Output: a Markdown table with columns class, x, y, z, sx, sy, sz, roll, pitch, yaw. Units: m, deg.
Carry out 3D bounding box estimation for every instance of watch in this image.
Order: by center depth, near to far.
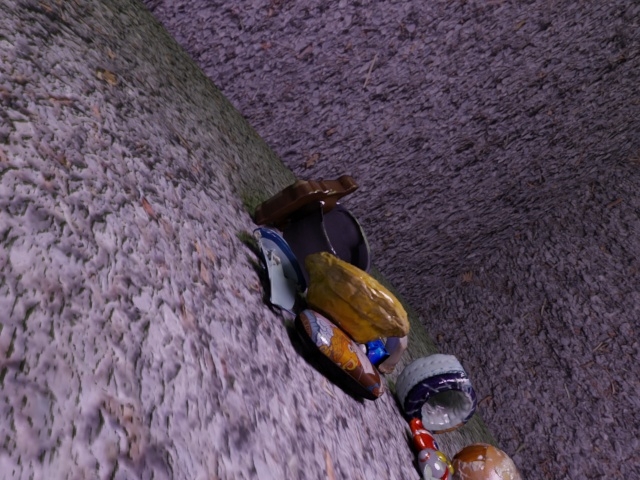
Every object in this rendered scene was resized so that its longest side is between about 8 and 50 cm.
| class | x | y | z | sx | sy | sz | roll | pitch | yaw |
| --- | --- | --- | --- | --- | --- | --- | --- | --- | --- |
| watch | 0.000 | 0.000 | 1.543 | 0.335 | 0.314 | 0.326 | -8 | 72 | -64 |

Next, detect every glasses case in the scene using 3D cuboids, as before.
| class | x | y | z | sx | sy | sz | roll | pitch | yaw |
| --- | --- | --- | --- | --- | --- | --- | --- | --- | --- |
| glasses case | 0.049 | 0.271 | 1.172 | 0.321 | 0.082 | 0.122 | 47 | 5 | -37 |

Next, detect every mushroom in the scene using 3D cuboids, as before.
| class | x | y | z | sx | sy | sz | roll | pitch | yaw |
| --- | --- | --- | --- | --- | --- | --- | --- | --- | --- |
| mushroom | 0.219 | 0.333 | 1.549 | 0.084 | 0.071 | 0.209 | 54 | -34 | 30 |

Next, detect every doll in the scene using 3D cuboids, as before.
| class | x | y | z | sx | sy | sz | roll | pitch | yaw |
| --- | --- | --- | --- | --- | --- | --- | --- | --- | --- |
| doll | 0.285 | 0.561 | 1.303 | 0.142 | 0.076 | 0.245 | 51 | 4 | -10 |

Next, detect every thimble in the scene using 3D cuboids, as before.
| class | x | y | z | sx | sy | sz | roll | pitch | yaw |
| --- | --- | --- | --- | --- | --- | --- | --- | --- | --- |
| thimble | 0.352 | 0.459 | 1.521 | 0.237 | 0.237 | 0.150 | 48 | 11 | -29 |

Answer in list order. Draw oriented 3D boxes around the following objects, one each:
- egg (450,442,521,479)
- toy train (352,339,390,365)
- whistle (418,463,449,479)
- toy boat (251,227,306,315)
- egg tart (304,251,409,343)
| class | x | y | z | sx | sy | sz | roll | pitch | yaw |
| --- | --- | --- | --- | --- | --- | --- | --- | --- | --- |
| egg | 0.448 | 0.664 | 1.363 | 0.195 | 0.195 | 0.233 | 51 | 22 | -15 |
| toy train | 0.121 | 0.300 | 1.445 | 0.131 | 0.083 | 0.204 | 58 | 10 | 21 |
| whistle | 0.279 | 0.590 | 1.129 | 0.235 | 0.077 | 0.114 | 48 | 41 | -38 |
| toy boat | -0.107 | 0.065 | 1.210 | 0.210 | 0.070 | 0.291 | 58 | 10 | -5 |
| egg tart | 0.068 | 0.162 | 1.257 | 0.319 | 0.128 | 0.319 | 37 | -16 | 13 |
